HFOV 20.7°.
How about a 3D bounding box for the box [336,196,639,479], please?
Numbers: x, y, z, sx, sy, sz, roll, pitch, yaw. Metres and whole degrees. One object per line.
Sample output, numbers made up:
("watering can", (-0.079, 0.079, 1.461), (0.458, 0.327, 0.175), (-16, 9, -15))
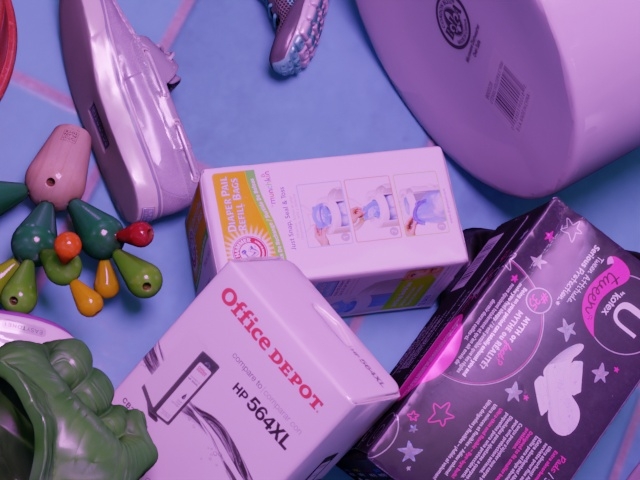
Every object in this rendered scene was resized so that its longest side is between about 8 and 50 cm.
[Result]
("box", (0.145, 0.113, 1.362), (0.142, 0.163, 0.247), (39, 78, -3))

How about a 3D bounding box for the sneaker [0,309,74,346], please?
("sneaker", (-0.330, 0.116, 1.299), (0.305, 0.114, 0.152), (7, 67, -11))

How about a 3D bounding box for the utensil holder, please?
("utensil holder", (0.259, -0.258, 1.479), (0.385, 0.327, 0.327), (-31, 79, -20))

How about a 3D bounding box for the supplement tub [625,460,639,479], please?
("supplement tub", (0.413, 0.253, 1.355), (0.325, 0.235, 0.235), (45, 66, 4))

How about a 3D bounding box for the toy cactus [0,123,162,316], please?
("toy cactus", (-0.227, -0.023, 1.391), (0.219, 0.112, 0.180), (8, 52, 7))

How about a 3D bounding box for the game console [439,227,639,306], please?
("game console", (0.279, 0.047, 1.516), (0.361, 0.044, 0.213), (9, 66, -11))

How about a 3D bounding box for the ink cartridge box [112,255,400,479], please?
("ink cartridge box", (-0.065, 0.131, 1.301), (0.148, 0.203, 0.086), (48, 21, 19))

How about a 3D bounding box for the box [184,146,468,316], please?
("box", (0.000, 0.000, 1.424), (0.203, 0.114, 0.103), (-6, 70, -15))

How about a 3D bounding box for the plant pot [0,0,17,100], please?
("plant pot", (-0.362, -0.221, 1.341), (0.272, 0.265, 0.272), (5, 69, -12))

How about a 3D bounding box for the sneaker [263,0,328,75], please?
("sneaker", (-0.030, -0.219, 1.542), (0.076, 0.065, 0.166), (10, 63, 8))

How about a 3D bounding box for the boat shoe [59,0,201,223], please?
("boat shoe", (-0.156, -0.125, 1.463), (0.081, 0.079, 0.227), (-13, 77, -28))

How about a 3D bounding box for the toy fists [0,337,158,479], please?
("toy fists", (-0.154, 0.193, 1.223), (0.096, 0.142, 0.279), (-33, 76, 14))
